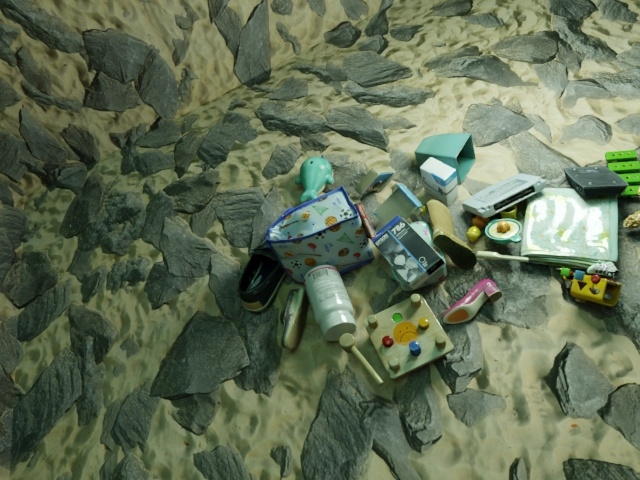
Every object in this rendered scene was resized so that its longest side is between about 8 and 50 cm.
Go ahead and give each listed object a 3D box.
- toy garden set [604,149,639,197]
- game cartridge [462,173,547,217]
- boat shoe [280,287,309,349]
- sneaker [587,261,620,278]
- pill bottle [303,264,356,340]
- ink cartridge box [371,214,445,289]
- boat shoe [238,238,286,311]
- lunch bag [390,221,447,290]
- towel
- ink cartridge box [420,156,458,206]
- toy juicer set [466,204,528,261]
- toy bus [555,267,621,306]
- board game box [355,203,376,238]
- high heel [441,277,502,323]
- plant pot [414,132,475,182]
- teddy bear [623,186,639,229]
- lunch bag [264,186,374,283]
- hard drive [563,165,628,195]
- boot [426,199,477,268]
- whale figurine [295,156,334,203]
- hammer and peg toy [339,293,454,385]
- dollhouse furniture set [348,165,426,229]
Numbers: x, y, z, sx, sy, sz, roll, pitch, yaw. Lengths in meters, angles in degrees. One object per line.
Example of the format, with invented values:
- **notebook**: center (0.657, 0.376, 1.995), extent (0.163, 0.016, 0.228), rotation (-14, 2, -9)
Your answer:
- **toy garden set**: center (1.296, -0.268, 1.775), extent (0.204, 0.049, 0.244), rotation (-2, 54, 21)
- **game cartridge**: center (0.766, -0.193, 1.844), extent (0.298, 0.062, 0.198), rotation (-26, 13, 0)
- **boat shoe**: center (-0.120, 0.322, 1.819), extent (0.093, 0.102, 0.285), rotation (-4, 50, 24)
- **sneaker**: center (0.990, 0.110, 1.515), extent (0.099, 0.038, 0.069), rotation (-15, 39, -2)
- **pill bottle**: center (0.038, 0.252, 1.769), extent (0.161, 0.160, 0.282), rotation (-22, 51, 3)
- **ink cartridge box**: center (0.331, 0.029, 1.750), extent (0.165, 0.065, 0.332), rotation (-42, 48, 5)
- **boat shoe**: center (-0.231, 0.082, 1.999), extent (0.187, 0.156, 0.499), rotation (8, 57, 27)
- **lunch bag**: center (0.386, 0.066, 1.814), extent (0.224, 0.107, 0.279), rotation (-19, 51, 6)
- **towel**: center (0.971, -0.057, 1.708), extent (0.321, 0.090, 0.374), rotation (8, 58, 24)
- **ink cartridge box**: center (0.534, -0.260, 1.950), extent (0.082, 0.190, 0.140), rotation (-43, 52, -11)
- **toy juicer set**: center (0.690, -0.031, 1.738), extent (0.210, 0.089, 0.328), rotation (-9, 36, 21)
- **toy bus**: center (0.936, 0.168, 1.538), extent (0.191, 0.202, 0.104), rotation (14, 91, 20)
- **board game box**: center (0.182, -0.078, 1.859), extent (0.027, 0.281, 0.144), rotation (-26, 91, 1)
- **high heel**: center (0.562, 0.228, 1.668), extent (0.244, 0.082, 0.117), rotation (-35, 21, 9)
- **plant pot**: center (0.579, -0.402, 2.063), extent (0.235, 0.165, 0.165), rotation (18, 62, 37)
- **teddy bear**: center (1.267, -0.051, 1.600), extent (0.245, 0.113, 0.337), rotation (-23, 58, 12)
- **lunch bag**: center (-0.009, 0.000, 1.866), extent (0.386, 0.327, 0.238), rotation (-26, 45, 2)
- **hard drive**: center (1.095, -0.241, 1.751), extent (0.172, 0.054, 0.254), rotation (-1, 25, 13)
- **boot**: center (0.546, -0.034, 1.822), extent (0.089, 0.236, 0.269), rotation (-40, 21, 28)
- **whale figurine**: center (-0.039, -0.315, 2.230), extent (0.217, 0.141, 0.271), rotation (4, 57, 22)
- **hammer and peg toy**: center (0.273, 0.380, 1.612), extent (0.362, 0.127, 0.265), rotation (-27, 52, -1)
- **dollhouse furniture set**: center (0.312, -0.158, 2.030), extent (0.303, 0.198, 0.286), rotation (49, 121, 15)
